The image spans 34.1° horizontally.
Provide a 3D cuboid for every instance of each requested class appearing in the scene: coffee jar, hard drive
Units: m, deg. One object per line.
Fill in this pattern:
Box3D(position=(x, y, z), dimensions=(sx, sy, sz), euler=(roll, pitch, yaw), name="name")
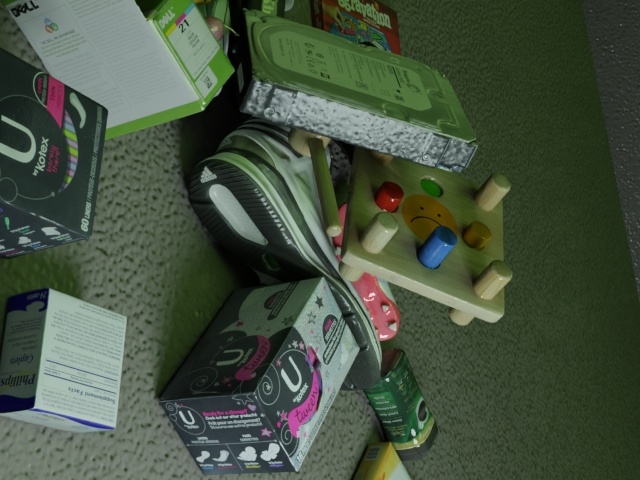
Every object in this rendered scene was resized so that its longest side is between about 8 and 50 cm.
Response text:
Box3D(position=(0.136, 0.284, 1.790), dimensions=(0.184, 0.079, 0.096), euler=(65, 31, -18), name="coffee jar")
Box3D(position=(0.044, -0.218, 1.496), dimensions=(0.338, 0.064, 0.237), euler=(16, 32, -18), name="hard drive")

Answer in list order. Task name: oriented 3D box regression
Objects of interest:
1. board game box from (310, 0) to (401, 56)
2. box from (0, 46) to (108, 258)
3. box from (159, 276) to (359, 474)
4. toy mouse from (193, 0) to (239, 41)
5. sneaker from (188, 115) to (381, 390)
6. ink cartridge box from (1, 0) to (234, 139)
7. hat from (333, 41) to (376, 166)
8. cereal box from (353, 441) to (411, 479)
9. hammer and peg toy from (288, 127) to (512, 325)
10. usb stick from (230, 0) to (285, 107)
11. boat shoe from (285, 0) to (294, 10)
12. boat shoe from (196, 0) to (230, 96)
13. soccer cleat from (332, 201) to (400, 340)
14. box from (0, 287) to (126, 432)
Box3D(position=(0.071, -0.399, 1.951), dimensions=(0.281, 0.027, 0.145), euler=(10, 71, -56), name="board game box")
Box3D(position=(-0.369, -0.104, 1.068), dimensions=(0.270, 0.143, 0.165), euler=(28, 57, -50), name="box")
Box3D(position=(-0.075, 0.179, 1.416), dimensions=(0.142, 0.163, 0.247), euler=(63, 35, -26), name="box")
Box3D(position=(-0.180, -0.305, 1.418), dimensions=(0.161, 0.031, 0.143), euler=(35, 56, -25), name="toy mouse")
Box3D(position=(0.001, -0.001, 1.585), dimensions=(0.448, 0.169, 0.257), euler=(59, 39, -23), name="sneaker")
Box3D(position=(-0.252, -0.263, 1.255), dimensions=(0.255, 0.188, 0.097), euler=(59, 38, -27), name="ink cartridge box")
Box3D(position=(0.078, -0.235, 1.722), dimensions=(0.331, 0.134, 0.331), euler=(53, 18, -25), name="hat")
Box3D(position=(0.120, 0.480, 1.733), dimensions=(0.240, 0.047, 0.173), euler=(61, 36, -26), name="cereal box")
Box3D(position=(0.105, -0.035, 1.505), dimensions=(0.361, 0.127, 0.266), euler=(22, 45, -15), name="hammer and peg toy")
Box3D(position=(-0.090, -0.338, 1.605), dimensions=(0.077, 0.045, 0.278), euler=(8, 87, -38), name="usb stick")
Box3D(position=(-0.102, -0.448, 1.672), dimensions=(0.184, 0.066, 0.063), euler=(40, 49, -32), name="boat shoe")
Box3D(position=(-0.173, -0.315, 1.517), dimensions=(0.076, 0.083, 0.226), euler=(72, 18, -68), name="boat shoe")
Box3D(position=(0.077, 0.053, 1.790), dimensions=(0.095, 0.083, 0.248), euler=(-46, 118, -86), name="soccer cleat")
Box3D(position=(-0.292, 0.138, 1.178), dimensions=(0.126, 0.072, 0.137), euler=(30, 56, -50), name="box")
